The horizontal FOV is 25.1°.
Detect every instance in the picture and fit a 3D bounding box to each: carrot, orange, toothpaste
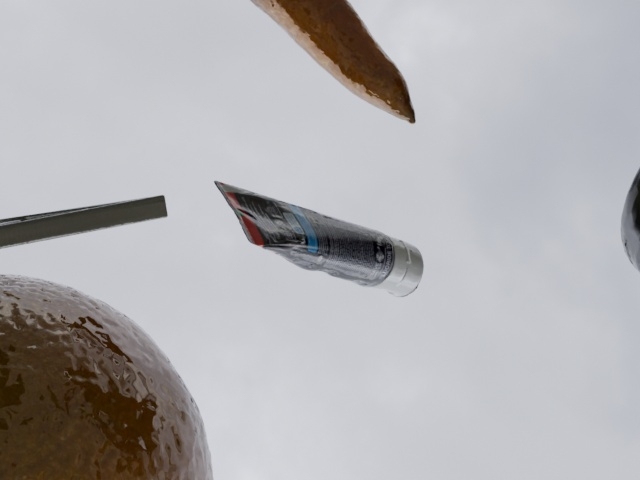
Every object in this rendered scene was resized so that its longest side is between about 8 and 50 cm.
[{"bbox_3d":[0.019,-0.184,1.322,0.205,0.072,0.072,47,-122,7],"label":"carrot"},{"bbox_3d":[-0.256,0.179,1.107,0.357,0.322,0.322,33,-132,-42],"label":"orange"},{"bbox_3d":[0.000,0.000,1.095,0.193,0.045,0.071,18,-150,-45],"label":"toothpaste"}]

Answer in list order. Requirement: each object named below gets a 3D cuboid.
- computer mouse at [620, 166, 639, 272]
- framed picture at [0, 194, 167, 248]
[{"bbox_3d":[0.331,-0.064,1.163,0.096,0.137,0.233,21,-108,36],"label":"computer mouse"},{"bbox_3d":[-0.249,0.003,0.884,0.260,0.189,0.023,-13,-86,-48],"label":"framed picture"}]
